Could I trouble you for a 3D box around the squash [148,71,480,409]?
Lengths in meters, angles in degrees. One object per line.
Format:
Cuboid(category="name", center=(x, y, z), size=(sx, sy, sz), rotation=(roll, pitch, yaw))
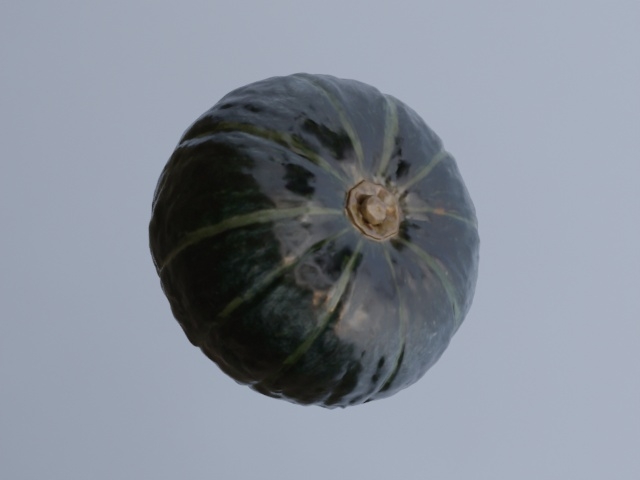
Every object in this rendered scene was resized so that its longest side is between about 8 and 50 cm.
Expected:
Cuboid(category="squash", center=(0.000, 0.000, 0.998), size=(0.165, 0.252, 0.252), rotation=(-31, -96, 53))
